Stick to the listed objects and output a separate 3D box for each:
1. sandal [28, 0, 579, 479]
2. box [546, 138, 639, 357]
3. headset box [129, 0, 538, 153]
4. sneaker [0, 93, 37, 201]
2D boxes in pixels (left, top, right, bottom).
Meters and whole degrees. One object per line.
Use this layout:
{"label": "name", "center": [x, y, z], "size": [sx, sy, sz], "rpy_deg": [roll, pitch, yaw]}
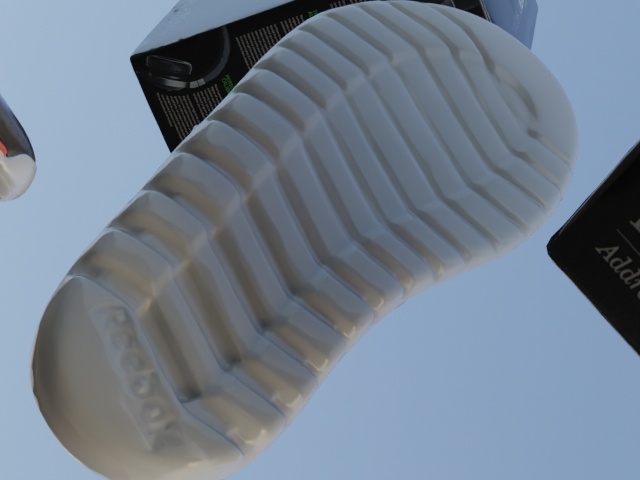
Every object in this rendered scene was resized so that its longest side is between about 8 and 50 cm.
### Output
{"label": "sandal", "center": [-0.009, -0.012, 0.814], "size": [0.169, 0.416, 0.102], "rpy_deg": [52, -43, 3]}
{"label": "box", "center": [0.315, 0.009, 0.516], "size": [0.343, 0.179, 0.312], "rpy_deg": [50, -60, 21]}
{"label": "headset box", "center": [0.031, -0.165, 1.192], "size": [0.283, 0.246, 0.131], "rpy_deg": [-16, -70, 19]}
{"label": "sneaker", "center": [-0.130, -0.085, 0.470], "size": [0.061, 0.065, 0.158], "rpy_deg": [-15, -64, 53]}
